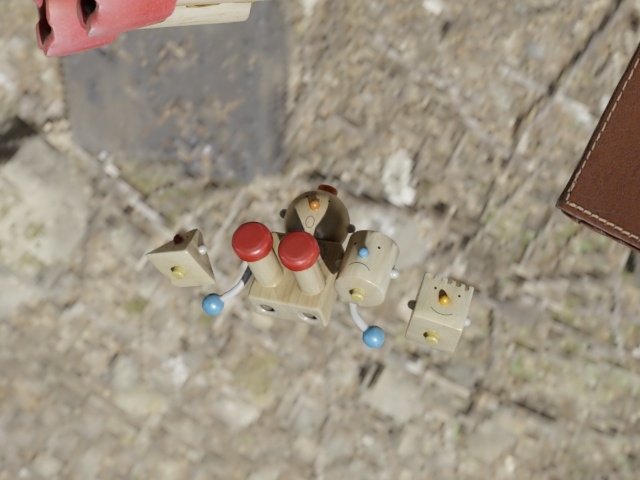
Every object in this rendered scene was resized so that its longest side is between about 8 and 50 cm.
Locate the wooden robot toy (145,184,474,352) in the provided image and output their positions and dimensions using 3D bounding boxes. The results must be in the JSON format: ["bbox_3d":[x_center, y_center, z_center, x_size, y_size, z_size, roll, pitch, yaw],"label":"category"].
[{"bbox_3d":[0.000,0.000,1.047,0.173,0.079,0.076,10,148,16],"label":"wooden robot toy"}]

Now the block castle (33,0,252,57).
[{"bbox_3d":[-0.143,-0.356,1.324,0.212,0.303,0.453,-5,94,-15],"label":"block castle"}]

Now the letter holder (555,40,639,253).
[{"bbox_3d":[0.297,-0.092,0.975,0.152,0.302,0.214,23,-175,-43],"label":"letter holder"}]
